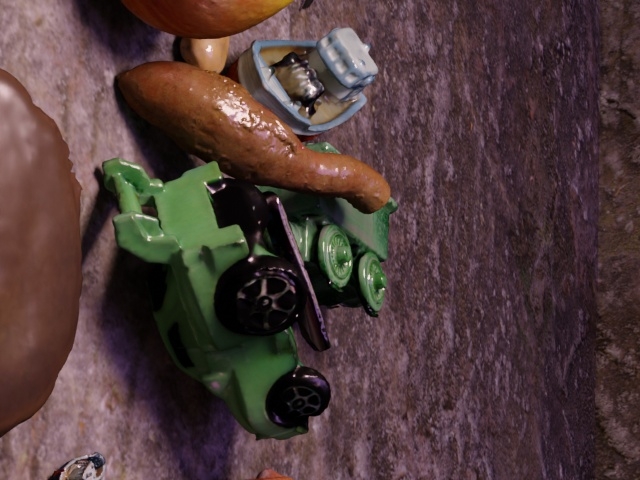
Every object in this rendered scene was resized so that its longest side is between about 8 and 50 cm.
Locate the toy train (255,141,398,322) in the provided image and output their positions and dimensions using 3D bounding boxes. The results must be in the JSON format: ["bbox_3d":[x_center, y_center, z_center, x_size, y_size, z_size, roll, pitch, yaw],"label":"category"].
[{"bbox_3d":[0.000,0.000,1.713,0.266,0.145,0.201,37,50,-56],"label":"toy train"}]

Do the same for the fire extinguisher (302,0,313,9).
[{"bbox_3d":[-0.040,-0.446,1.817,0.099,0.071,0.231,-46,136,-27],"label":"fire extinguisher"}]

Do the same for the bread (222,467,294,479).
[{"bbox_3d":[-0.096,0.376,1.463,0.190,0.123,0.244,60,34,-37],"label":"bread"}]

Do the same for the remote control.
[{"bbox_3d":[-0.034,0.040,1.561,0.028,0.059,0.212,-23,104,-18],"label":"remote control"}]

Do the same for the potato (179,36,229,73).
[{"bbox_3d":[-0.142,-0.242,1.572,0.083,0.062,0.068,-58,171,-19],"label":"potato"}]

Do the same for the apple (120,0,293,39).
[{"bbox_3d":[-0.118,-0.368,1.411,0.233,0.286,0.286,52,40,-35],"label":"apple"}]

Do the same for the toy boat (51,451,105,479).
[{"bbox_3d":[-0.245,0.240,1.288,0.083,0.038,0.038,-17,100,-64],"label":"toy boat"}]

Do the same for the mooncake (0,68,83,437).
[{"bbox_3d":[-0.342,0.011,0.975,0.324,0.187,0.323,23,63,-58],"label":"mooncake"}]

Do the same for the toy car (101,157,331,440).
[{"bbox_3d":[-0.113,0.066,1.437,0.213,0.177,0.358,-116,-170,-54],"label":"toy car"}]

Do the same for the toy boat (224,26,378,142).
[{"bbox_3d":[-0.021,-0.214,1.683,0.145,0.133,0.332,56,27,3],"label":"toy boat"}]

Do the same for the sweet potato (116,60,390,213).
[{"bbox_3d":[-0.068,-0.113,1.510,0.385,0.109,0.109,25,58,-27],"label":"sweet potato"}]
